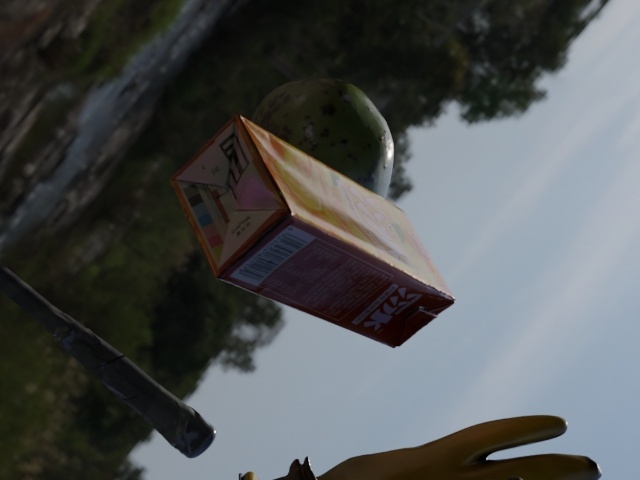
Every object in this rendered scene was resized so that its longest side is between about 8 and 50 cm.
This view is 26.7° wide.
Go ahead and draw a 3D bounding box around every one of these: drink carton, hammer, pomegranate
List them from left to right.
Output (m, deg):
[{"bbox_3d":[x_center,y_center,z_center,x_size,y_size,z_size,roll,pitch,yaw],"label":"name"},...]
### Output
[{"bbox_3d":[-0.265,0.066,1.325,0.152,0.427,0.044,-49,-169,6],"label":"hammer"},{"bbox_3d":[-0.027,-0.085,1.702,0.248,0.214,0.214,-36,179,-20],"label":"pomegranate"},{"bbox_3d":[0.000,0.000,0.954,0.071,0.096,0.223,-40,145,18],"label":"drink carton"}]

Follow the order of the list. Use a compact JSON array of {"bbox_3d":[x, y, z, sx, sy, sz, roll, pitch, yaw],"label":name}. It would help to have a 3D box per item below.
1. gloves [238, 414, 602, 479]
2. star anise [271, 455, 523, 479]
[{"bbox_3d":[0.087,0.223,1.091,0.294,0.133,0.116,-10,158,-2],"label":"gloves"},{"bbox_3d":[-0.019,0.236,0.905,0.346,0.148,0.237,-19,146,-2],"label":"star anise"}]
